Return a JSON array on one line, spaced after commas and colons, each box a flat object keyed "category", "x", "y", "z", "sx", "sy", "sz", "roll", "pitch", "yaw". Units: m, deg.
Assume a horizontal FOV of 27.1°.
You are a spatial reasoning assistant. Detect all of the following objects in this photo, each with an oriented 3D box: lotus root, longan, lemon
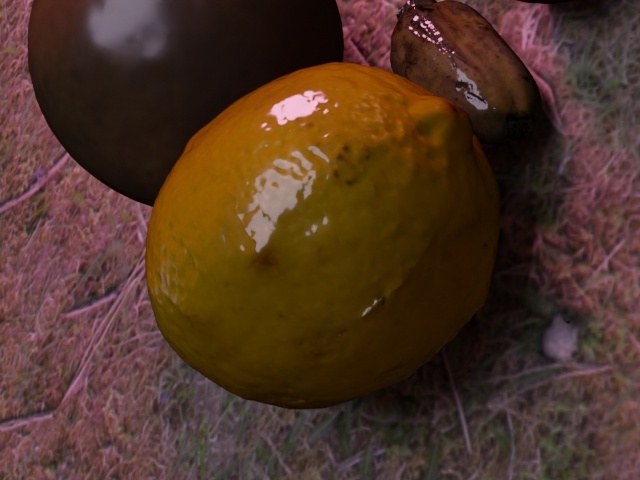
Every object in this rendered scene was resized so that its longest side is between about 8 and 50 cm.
[{"category": "lotus root", "x": 0.113, "y": -0.135, "z": 1.076, "sx": 0.179, "sy": 0.089, "sz": 0.081, "roll": 57, "pitch": 155, "yaw": 38}, {"category": "longan", "x": -0.117, "y": -0.168, "z": 1.185, "sx": 0.297, "sy": 0.297, "sz": 0.297, "roll": -20, "pitch": 60, "yaw": 39}, {"category": "lemon", "x": 0.001, "y": -0.002, "z": 1.009, "sx": 0.284, "sy": 0.260, "sz": 0.261, "roll": -21, "pitch": 57, "yaw": 17}]

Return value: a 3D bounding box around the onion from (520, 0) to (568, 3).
[{"category": "onion", "x": 0.168, "y": -0.264, "z": 0.996, "sx": 0.135, "sy": 0.198, "sz": 0.173, "roll": 26, "pitch": 110, "yaw": 42}]
